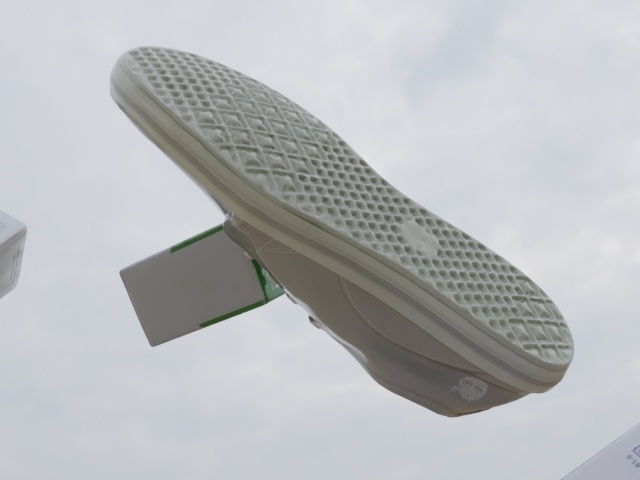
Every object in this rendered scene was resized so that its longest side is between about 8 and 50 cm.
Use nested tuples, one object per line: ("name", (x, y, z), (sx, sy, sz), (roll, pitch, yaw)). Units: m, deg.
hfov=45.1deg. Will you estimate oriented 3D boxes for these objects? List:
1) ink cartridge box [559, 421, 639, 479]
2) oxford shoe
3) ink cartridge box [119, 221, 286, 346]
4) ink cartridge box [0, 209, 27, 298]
("ink cartridge box", (0.147, 0.267, 0.341), (0.396, 0.270, 0.151), (-29, -47, -15))
("oxford shoe", (0.000, 0.000, 0.649), (0.449, 0.169, 0.130), (37, -55, -1))
("ink cartridge box", (-0.077, 0.024, 0.805), (0.153, 0.086, 0.208), (-23, 0, 29))
("ink cartridge box", (-0.557, 0.042, 0.955), (0.226, 0.306, 0.131), (31, -53, 5))
